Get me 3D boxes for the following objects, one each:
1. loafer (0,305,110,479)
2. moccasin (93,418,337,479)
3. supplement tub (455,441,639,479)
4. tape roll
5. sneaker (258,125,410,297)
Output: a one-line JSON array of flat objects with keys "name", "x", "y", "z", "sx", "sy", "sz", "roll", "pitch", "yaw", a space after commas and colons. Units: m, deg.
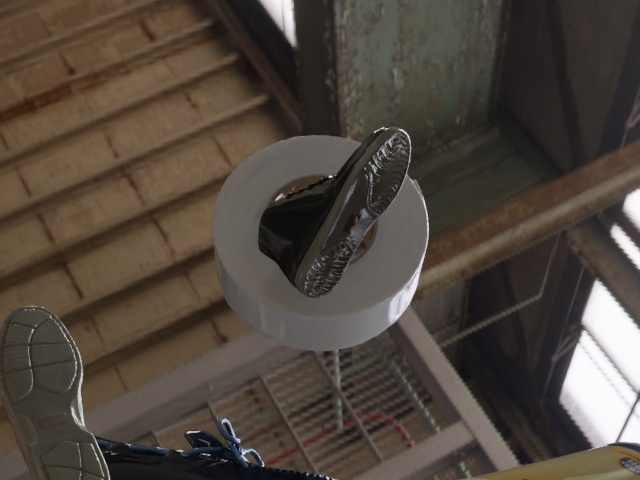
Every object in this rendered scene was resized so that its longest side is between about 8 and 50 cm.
[{"name": "loafer", "x": -0.142, "y": 0.092, "z": 0.553, "sx": 0.045, "sy": 0.039, "sz": 0.125, "roll": -3, "pitch": -130, "yaw": -31}, {"name": "moccasin", "x": -0.141, "y": 0.256, "z": 1.190, "sx": 0.342, "sy": 0.137, "sz": 0.116, "roll": 5, "pitch": -130, "yaw": 4}, {"name": "supplement tub", "x": 0.219, "y": 0.329, "z": 1.034, "sx": 0.316, "sy": 0.228, "sz": 0.228, "roll": -6, "pitch": -127, "yaw": -31}, {"name": "tape roll", "x": 0.000, "y": 0.000, "z": 1.433, "sx": 0.286, "sy": 0.100, "sz": 0.286, "roll": 1, "pitch": -122, "yaw": -1}, {"name": "sneaker", "x": 0.008, "y": -0.054, "z": 1.266, "sx": 0.118, "sy": 0.083, "sz": 0.222, "roll": 38, "pitch": -83, "yaw": 40}]
